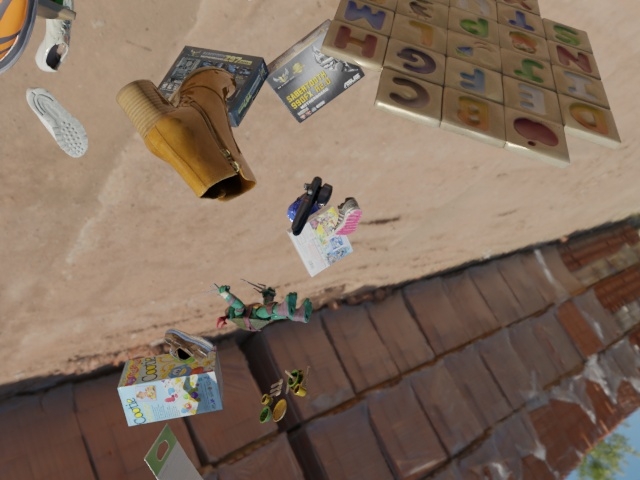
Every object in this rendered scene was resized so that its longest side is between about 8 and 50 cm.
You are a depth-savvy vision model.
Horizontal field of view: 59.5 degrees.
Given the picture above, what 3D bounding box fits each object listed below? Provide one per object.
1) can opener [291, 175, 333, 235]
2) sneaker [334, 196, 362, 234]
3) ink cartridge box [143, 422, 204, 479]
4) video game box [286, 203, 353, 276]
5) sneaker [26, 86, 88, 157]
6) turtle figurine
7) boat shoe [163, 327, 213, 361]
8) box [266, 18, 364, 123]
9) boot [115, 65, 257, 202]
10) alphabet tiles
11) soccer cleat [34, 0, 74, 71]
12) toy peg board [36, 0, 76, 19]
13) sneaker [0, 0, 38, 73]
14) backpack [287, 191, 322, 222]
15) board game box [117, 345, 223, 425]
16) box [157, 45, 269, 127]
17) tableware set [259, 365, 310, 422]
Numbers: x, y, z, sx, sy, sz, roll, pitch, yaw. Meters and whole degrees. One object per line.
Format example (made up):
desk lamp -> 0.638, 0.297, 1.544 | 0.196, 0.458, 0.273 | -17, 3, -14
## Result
can opener -> -0.032, -0.094, 1.472 | 0.186, 0.073, 0.059 | -60, 152, -31
sneaker -> 0.079, -0.075, 1.696 | 0.063, 0.074, 0.170 | -4, 154, -17
ink cartridge box -> -0.388, 0.628, 1.470 | 0.056, 0.235, 0.171 | -30, -172, 10
video game box -> 0.000, 0.000, 2.024 | 0.187, 0.048, 0.205 | -30, 119, -9
sneaker -> -0.784, -0.355, 1.672 | 0.090, 0.095, 0.235 | -41, 129, -22
turtle figurine -> -0.147, 0.152, 1.293 | 0.234, 0.118, 0.175 | 0, 180, 26
boat shoe -> -0.365, 0.280, 1.482 | 0.183, 0.066, 0.066 | 0, 142, 44
box -> -0.019, -0.457, 1.528 | 0.231, 0.056, 0.183 | -34, 137, 8
boot -> -0.172, -0.168, 0.907 | 0.104, 0.211, 0.295 | -40, 180, 29
alphabet tiles -> 0.157, -0.206, 0.577 | 0.285, 0.342, 0.011 | 18, 137, -3
soccer cleat -> -0.598, -0.480, 1.281 | 0.068, 0.076, 0.196 | 4, 110, -56
toy peg board -> -0.545, -0.463, 0.994 | 0.161, 0.161, 0.079 | 7, 97, -58
sneaker -> -0.511, -0.242, 0.704 | 0.321, 0.124, 0.180 | -38, -169, 11
backpack -> -0.066, -0.114, 2.091 | 0.120, 0.098, 0.101 | -35, -169, 14
board game box -> -0.439, 0.431, 1.674 | 0.275, 0.144, 0.142 | -8, -157, -6
box -> -0.267, -0.378, 1.362 | 0.059, 0.233, 0.183 | 68, 41, -60
tableware set -> -0.080, 0.325, 1.178 | 0.024, 0.104, 0.154 | 32, 135, -24
